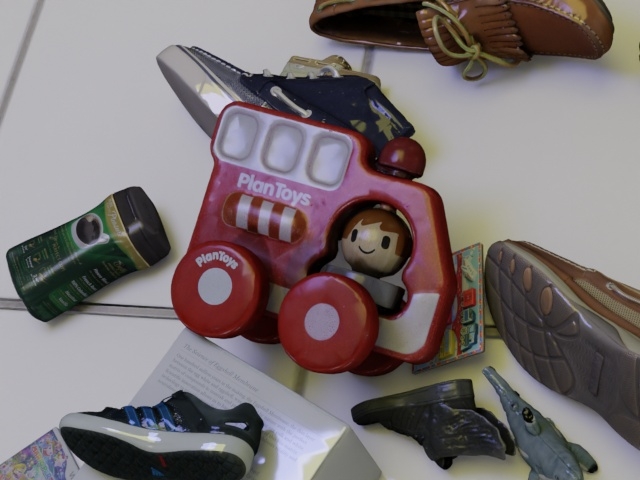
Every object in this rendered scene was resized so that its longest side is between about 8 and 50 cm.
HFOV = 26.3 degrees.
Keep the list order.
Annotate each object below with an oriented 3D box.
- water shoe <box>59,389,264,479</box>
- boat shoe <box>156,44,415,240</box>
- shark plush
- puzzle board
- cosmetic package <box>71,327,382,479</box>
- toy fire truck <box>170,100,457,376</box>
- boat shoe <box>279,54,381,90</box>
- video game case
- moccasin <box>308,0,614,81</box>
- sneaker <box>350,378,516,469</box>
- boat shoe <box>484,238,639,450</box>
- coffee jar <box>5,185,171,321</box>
[{"bbox_3d":[-0.152,0.187,1.327,0.203,0.073,0.080,7,42,18],"label":"water shoe"},{"bbox_3d":[-0.035,-0.154,1.615,0.158,0.127,0.340,-42,66,-13],"label":"boat shoe"},{"bbox_3d":[0.218,0.184,1.356,0.073,0.067,0.161,-23,57,5],"label":"shark plush"},{"bbox_3d":[0.134,0.072,1.457,0.096,0.011,0.128,-23,51,38],"label":"puzzle board"},{"bbox_3d":[-0.100,0.248,1.385,0.224,0.138,0.225,28,75,30],"label":"cosmetic package"},{"bbox_3d":[0.000,0.000,1.427,0.302,0.169,0.254,16,89,22],"label":"toy fire truck"},{"bbox_3d":[0.013,-0.202,1.658,0.135,0.050,0.045,10,70,23],"label":"boat shoe"},{"bbox_3d":[-0.327,0.275,1.523,0.122,0.011,0.087,-34,56,-3],"label":"video game case"},{"bbox_3d":[0.155,-0.257,1.589,0.380,0.139,0.147,16,69,26],"label":"moccasin"},{"bbox_3d":[0.111,0.194,1.391,0.170,0.051,0.089,-18,77,29],"label":"sneaker"},{"bbox_3d":[0.288,0.098,1.368,0.116,0.123,0.324,-15,40,-30],"label":"boat shoe"},{"bbox_3d":[-0.271,0.014,1.613,0.184,0.079,0.096,-28,54,3],"label":"coffee jar"}]
